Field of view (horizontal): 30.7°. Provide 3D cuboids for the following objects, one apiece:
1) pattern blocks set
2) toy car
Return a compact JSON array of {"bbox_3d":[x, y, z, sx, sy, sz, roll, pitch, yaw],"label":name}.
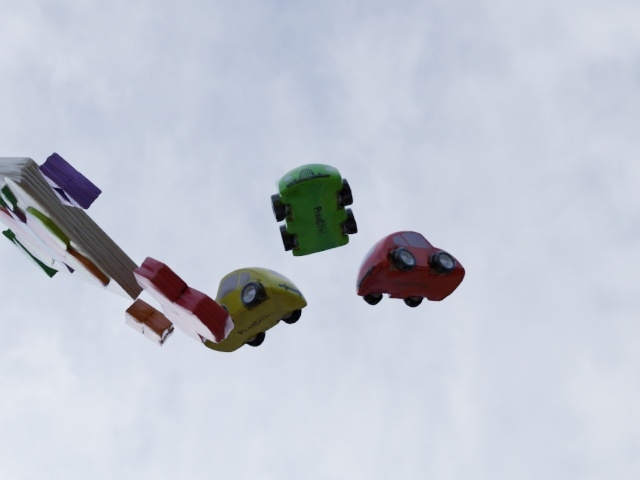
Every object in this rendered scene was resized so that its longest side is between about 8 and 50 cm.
[{"bbox_3d":[-0.215,-0.012,0.916,0.285,0.325,0.026,46,-109,-17],"label":"pattern blocks set"},{"bbox_3d":[0.000,0.000,0.959,0.239,0.053,0.225,-14,-33,-3],"label":"toy car"}]
